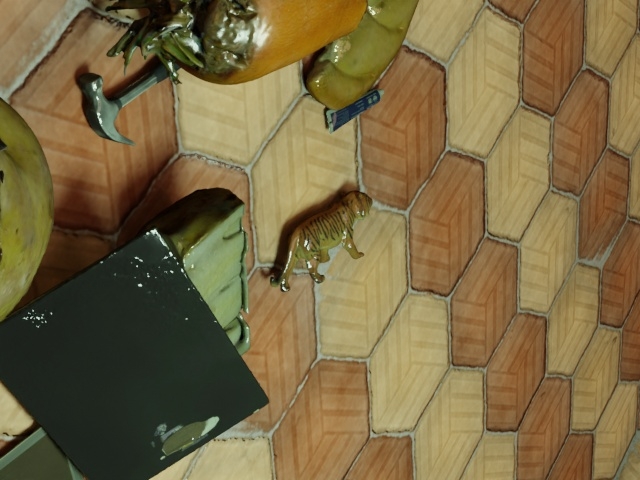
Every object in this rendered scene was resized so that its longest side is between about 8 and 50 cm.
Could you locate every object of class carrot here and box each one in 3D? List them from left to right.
[{"bbox_3d":[-0.096,-0.291,1.456,0.331,0.193,0.214,-37,121,-46],"label":"carrot"}]

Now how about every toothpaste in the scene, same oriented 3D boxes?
[{"bbox_3d":[0.053,-0.201,1.855,0.140,0.021,0.037,-34,121,-41],"label":"toothpaste"}]

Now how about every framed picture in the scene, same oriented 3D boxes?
[{"bbox_3d":[-0.378,0.346,1.467,0.252,0.014,0.197,-38,131,-41],"label":"framed picture"},{"bbox_3d":[-0.228,0.159,1.477,0.244,0.013,0.324,-32,129,-4],"label":"framed picture"}]

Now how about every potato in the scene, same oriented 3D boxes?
[{"bbox_3d":[-0.362,-0.041,1.179,0.289,0.301,0.237,-46,172,15],"label":"potato"}]

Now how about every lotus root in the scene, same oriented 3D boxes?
[{"bbox_3d":[-0.160,0.050,1.555,0.119,0.138,0.235,-29,127,-38],"label":"lotus root"}]

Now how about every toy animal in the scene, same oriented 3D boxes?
[{"bbox_3d":[0.000,0.000,1.834,0.241,0.057,0.099,-29,118,-44],"label":"toy animal"}]

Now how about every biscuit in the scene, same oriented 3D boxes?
[{"bbox_3d":[0.076,-0.314,1.825,0.154,0.045,0.299,44,67,-53],"label":"biscuit"}]

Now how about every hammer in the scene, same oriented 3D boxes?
[{"bbox_3d":[-0.193,-0.202,1.509,0.246,0.029,0.103,-43,134,-39],"label":"hammer"}]
